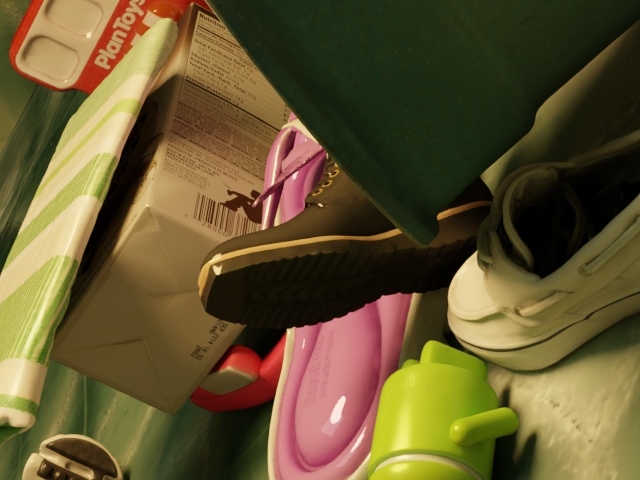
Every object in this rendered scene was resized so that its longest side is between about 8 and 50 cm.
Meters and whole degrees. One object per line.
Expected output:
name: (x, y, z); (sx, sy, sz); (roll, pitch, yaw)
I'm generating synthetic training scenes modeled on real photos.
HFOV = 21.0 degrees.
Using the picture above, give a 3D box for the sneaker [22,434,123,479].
sneaker: (-0.275, 0.313, 1.561); (0.292, 0.110, 0.118); (-59, 9, -13)

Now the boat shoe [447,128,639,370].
boat shoe: (0.125, 0.001, 0.885); (0.267, 0.088, 0.096); (-21, 46, 64)

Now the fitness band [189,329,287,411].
fitness band: (-0.042, 0.031, 1.372); (0.291, 0.054, 0.209); (-20, 44, 63)

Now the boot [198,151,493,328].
boot: (0.003, -0.028, 1.032); (0.137, 0.198, 0.077); (65, 147, 28)

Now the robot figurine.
robot figurine: (0.061, 0.114, 0.941); (0.101, 0.067, 0.115); (-45, 26, 47)

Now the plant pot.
plant pot: (0.087, -0.229, 0.870); (0.334, 0.341, 0.341); (-35, 24, 7)

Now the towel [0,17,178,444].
towel: (-0.203, 0.012, 1.313); (0.248, 0.038, 0.325); (-33, 33, 62)

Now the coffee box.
coffee box: (-0.109, -0.033, 1.367); (0.168, 0.119, 0.297); (-52, 19, 31)

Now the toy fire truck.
toy fire truck: (-0.126, -0.235, 1.613); (0.302, 0.254, 0.169); (-58, 19, 29)

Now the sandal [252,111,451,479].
sandal: (0.011, -0.008, 1.134); (0.169, 0.102, 0.416); (-36, 37, 29)
